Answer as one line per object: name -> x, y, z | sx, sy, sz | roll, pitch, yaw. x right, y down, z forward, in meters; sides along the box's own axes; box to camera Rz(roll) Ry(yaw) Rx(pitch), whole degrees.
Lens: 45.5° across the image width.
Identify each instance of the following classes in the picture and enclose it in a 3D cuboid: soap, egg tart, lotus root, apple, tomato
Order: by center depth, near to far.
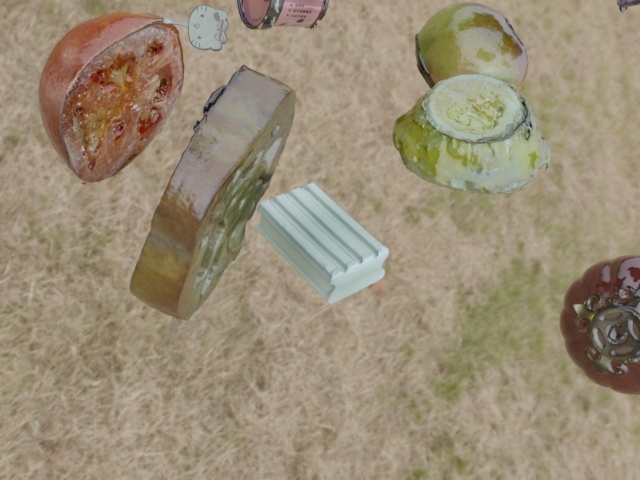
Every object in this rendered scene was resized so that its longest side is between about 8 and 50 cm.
egg tart -> 0.184, -0.134, 0.932 | 0.197, 0.078, 0.197 | -1, 49, 1
lotus root -> -0.158, -0.065, 1.127 | 0.111, 0.391, 0.375 | 28, 5, 4
apple -> 0.272, -0.338, 1.382 | 0.207, 0.174, 0.189 | 6, 64, -10
tomato -> -0.395, -0.280, 1.389 | 0.143, 0.338, 0.338 | 35, 38, 12
soap -> 0.000, 0.000, 1.631 | 0.159, 0.088, 0.265 | -25, 51, -30

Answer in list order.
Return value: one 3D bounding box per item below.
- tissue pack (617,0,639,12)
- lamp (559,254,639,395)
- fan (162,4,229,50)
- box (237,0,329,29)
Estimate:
tissue pack -> 0.440, -0.376, 0.680 | 0.122, 0.361, 0.260 | 35, 60, -41
lamp -> 0.669, 0.181, 1.639 | 0.257, 0.303, 0.303 | -8, 70, -55
fan -> -0.156, -0.268, 0.957 | 0.083, 0.004, 0.056 | 7, 95, -1
box -> -0.068, -0.472, 1.457 | 0.135, 0.151, 0.151 | -1, 65, -33
